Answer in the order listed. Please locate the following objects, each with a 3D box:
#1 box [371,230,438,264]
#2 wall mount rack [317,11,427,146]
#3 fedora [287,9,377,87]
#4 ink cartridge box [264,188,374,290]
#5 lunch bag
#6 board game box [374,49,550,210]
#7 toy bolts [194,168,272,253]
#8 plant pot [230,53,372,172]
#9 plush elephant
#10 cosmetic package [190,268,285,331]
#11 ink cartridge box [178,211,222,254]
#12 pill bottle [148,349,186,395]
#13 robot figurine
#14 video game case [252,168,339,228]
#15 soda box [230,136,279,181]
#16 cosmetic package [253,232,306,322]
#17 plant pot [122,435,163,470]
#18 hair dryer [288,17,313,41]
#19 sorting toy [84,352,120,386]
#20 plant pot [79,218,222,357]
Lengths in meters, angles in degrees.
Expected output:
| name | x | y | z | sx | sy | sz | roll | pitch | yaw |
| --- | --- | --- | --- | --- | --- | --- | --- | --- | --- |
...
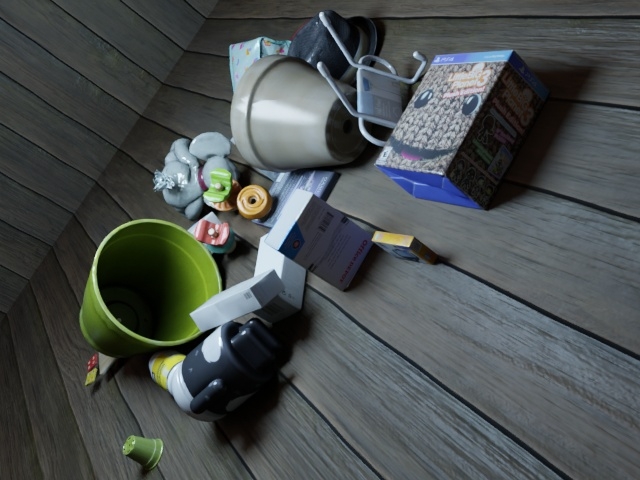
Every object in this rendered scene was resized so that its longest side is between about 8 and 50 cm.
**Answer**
| name | x | y | z | sx | sy | sz | roll | pitch | yaw |
| --- | --- | --- | --- | --- | --- | --- | --- | --- | --- |
| box | 0.169 | 0.014 | 1.434 | 0.136 | 0.081 | 0.028 | 7 | 68 | 55 |
| wall mount rack | 0.119 | -0.397 | 1.667 | 0.130 | 0.304 | 0.350 | 120 | 159 | -45 |
| fedora | 0.009 | -0.564 | 2.061 | 0.334 | 0.152 | 0.334 | -22 | 52 | 33 |
| ink cartridge box | 0.000 | 0.000 | 1.554 | 0.148 | 0.203 | 0.086 | -58 | 30 | -5 |
| lunch bag | -0.199 | -0.540 | 2.334 | 0.223 | 0.160 | 0.262 | 9 | 102 | 54 |
| board game box | 0.292 | -0.233 | 1.442 | 0.232 | 0.141 | 0.291 | 17 | 76 | 56 |
| toy bolts | -0.246 | -0.063 | 2.002 | 0.218 | 0.158 | 0.228 | 15 | 77 | 15 |
| plant pot | -0.027 | -0.318 | 1.825 | 0.280 | 0.323 | 0.323 | 19 | 76 | 39 |
| plush elephant | -0.365 | -0.201 | 2.194 | 0.330 | 0.255 | 0.271 | -64 | -32 | -83 |
| cosmetic package | -0.197 | 0.144 | 1.626 | 0.239 | 0.060 | 0.099 | -25 | 11 | 42 |
| ink cartridge box | -0.359 | -0.001 | 2.078 | 0.092 | 0.090 | 0.143 | -30 | 16 | 35 |
| pill bottle | -0.390 | 0.351 | 1.834 | 0.184 | 0.103 | 0.103 | 10 | 69 | 55 |
| robot figurine | -0.218 | 0.303 | 1.598 | 0.278 | 0.209 | 0.173 | -41 | 57 | 20 |
| video game case | -0.076 | -0.115 | 1.920 | 0.274 | 0.026 | 0.196 | 16 | 74 | 55 |
| soda box | -0.186 | -0.287 | 2.154 | 0.098 | 0.091 | 0.286 | -51 | 33 | 6 |
| cosmetic package | -0.101 | 0.078 | 1.725 | 0.117 | 0.085 | 0.231 | -27 | 40 | 37 |
| plant pot | -0.465 | 0.542 | 1.781 | 0.083 | 0.079 | 0.083 | -33 | 39 | 32 |
| hair dryer | -0.043 | -0.649 | 2.307 | 0.223 | 0.080 | 0.293 | -59 | 32 | -5 |
| sorting toy | -0.666 | 0.362 | 2.234 | 0.274 | 0.046 | 0.132 | -48 | 33 | 11 |
| plant pot | -0.525 | 0.180 | 1.984 | 0.353 | 0.366 | 0.366 | -38 | 35 | 47 |
